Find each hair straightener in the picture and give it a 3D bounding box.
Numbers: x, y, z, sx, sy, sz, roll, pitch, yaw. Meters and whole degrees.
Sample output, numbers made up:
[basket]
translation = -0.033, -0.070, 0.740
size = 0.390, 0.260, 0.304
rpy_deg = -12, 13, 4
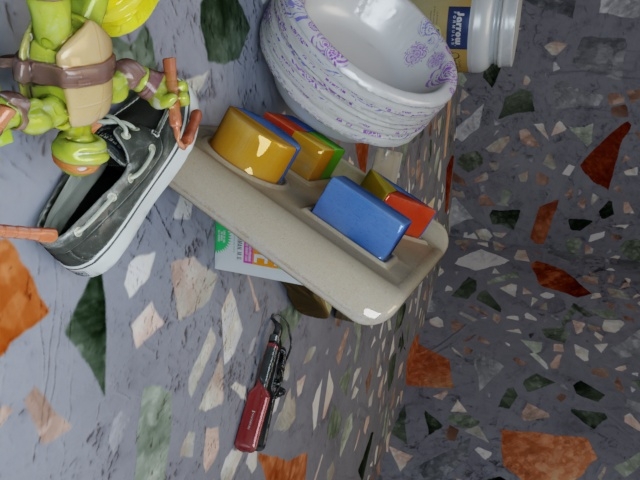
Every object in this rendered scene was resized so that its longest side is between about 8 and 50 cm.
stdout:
[hair straightener]
translation = -0.091, 0.241, 1.006
size = 0.089, 0.047, 0.231
rpy_deg = 50, 47, -66

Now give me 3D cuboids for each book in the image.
[book]
translation = -0.070, 0.000, 0.781
size = 0.035, 0.144, 0.096
rpy_deg = -32, 128, -66

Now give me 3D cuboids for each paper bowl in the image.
[paper bowl]
translation = 0.046, -0.257, 0.855
size = 0.148, 0.284, 0.284
rpy_deg = -49, -170, 45

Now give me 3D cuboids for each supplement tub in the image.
[supplement tub]
translation = 0.289, -0.504, 1.347
size = 0.228, 0.316, 0.229
rpy_deg = 8, 90, -71

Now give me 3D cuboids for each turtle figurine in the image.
[turtle figurine]
translation = -0.165, -0.135, 0.416
size = 0.269, 0.087, 0.217
rpy_deg = -44, 151, -56

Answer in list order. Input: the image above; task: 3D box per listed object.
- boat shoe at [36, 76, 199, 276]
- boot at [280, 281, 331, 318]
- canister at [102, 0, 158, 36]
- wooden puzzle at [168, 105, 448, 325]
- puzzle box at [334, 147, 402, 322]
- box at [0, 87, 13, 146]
[boat shoe]
translation = -0.178, -0.075, 0.535
size = 0.070, 0.077, 0.219
rpy_deg = 68, 37, -59
[boot]
translation = 0.000, 0.000, 1.066
size = 0.262, 0.095, 0.204
rpy_deg = 74, 31, -55
[canister]
translation = -0.183, -0.263, 0.443
size = 0.170, 0.073, 0.126
rpy_deg = 62, 41, -59
[wooden puzzle]
translation = 0.004, -0.066, 0.708
size = 0.081, 0.322, 0.348
rpy_deg = -59, 168, 22
[puzzle box]
translation = 0.092, 0.010, 1.238
size = 0.409, 0.052, 0.272
rpy_deg = 95, 9, -74
[box]
translation = -0.253, -0.130, 0.343
size = 0.109, 0.042, 0.178
rpy_deg = -52, 146, -57
